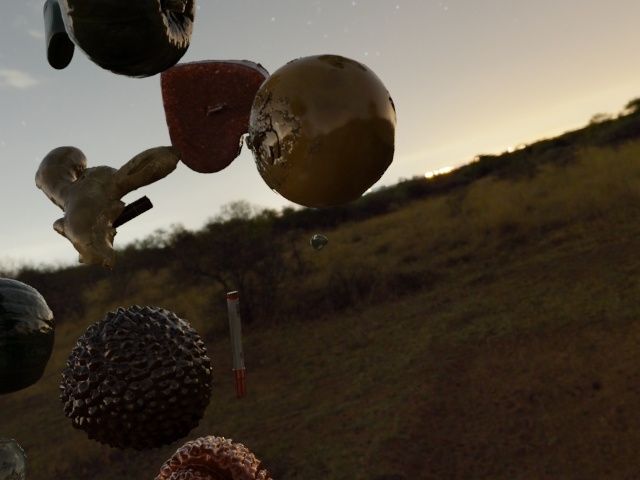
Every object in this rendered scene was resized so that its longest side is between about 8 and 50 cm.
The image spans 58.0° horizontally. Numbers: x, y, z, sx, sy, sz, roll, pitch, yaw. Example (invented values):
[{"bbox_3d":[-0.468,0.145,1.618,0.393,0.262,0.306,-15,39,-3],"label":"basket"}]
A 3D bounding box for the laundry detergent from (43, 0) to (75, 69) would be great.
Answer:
[{"bbox_3d":[-0.656,-0.531,1.435,0.063,0.211,0.137,-1,-39,-32],"label":"laundry detergent"}]

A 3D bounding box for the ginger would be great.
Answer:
[{"bbox_3d":[-0.544,-0.105,1.329,0.363,0.122,0.348,9,48,11],"label":"ginger"}]

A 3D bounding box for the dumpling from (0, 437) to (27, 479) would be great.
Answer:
[{"bbox_3d":[-0.631,0.439,1.106,0.188,0.127,0.108,10,-11,11],"label":"dumpling"}]

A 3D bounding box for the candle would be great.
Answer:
[{"bbox_3d":[-0.281,-0.347,1.475,0.317,0.287,0.131,-45,15,13],"label":"candle"}]

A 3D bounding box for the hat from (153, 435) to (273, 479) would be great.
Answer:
[{"bbox_3d":[-0.259,0.577,1.163,0.285,0.285,0.400,-16,-6,14],"label":"hat"}]

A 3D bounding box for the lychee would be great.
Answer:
[{"bbox_3d":[-0.377,0.293,1.213,0.306,0.306,0.330,-15,-13,34],"label":"lychee"}]

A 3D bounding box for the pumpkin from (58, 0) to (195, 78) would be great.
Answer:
[{"bbox_3d":[-0.330,-0.442,1.021,0.207,0.300,0.300,4,6,11],"label":"pumpkin"}]

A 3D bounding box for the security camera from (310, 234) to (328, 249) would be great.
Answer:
[{"bbox_3d":[0.000,0.000,2.031,0.058,0.058,0.092,-17,-3,-17],"label":"security camera"}]

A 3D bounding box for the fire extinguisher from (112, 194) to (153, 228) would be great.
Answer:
[{"bbox_3d":[-0.465,-0.063,1.373,0.132,0.039,0.056,-35,15,-27],"label":"fire extinguisher"}]

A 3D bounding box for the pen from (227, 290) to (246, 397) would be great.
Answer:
[{"bbox_3d":[-0.189,0.235,1.303,0.028,0.239,0.028,-4,2,0],"label":"pen"}]

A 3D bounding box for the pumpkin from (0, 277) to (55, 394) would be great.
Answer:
[{"bbox_3d":[-0.779,0.210,1.416,0.263,0.293,0.197,10,-63,-45],"label":"pumpkin"}]

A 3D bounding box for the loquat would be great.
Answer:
[{"bbox_3d":[0.001,-0.164,0.884,0.235,0.235,0.235,-16,2,1],"label":"loquat"}]
